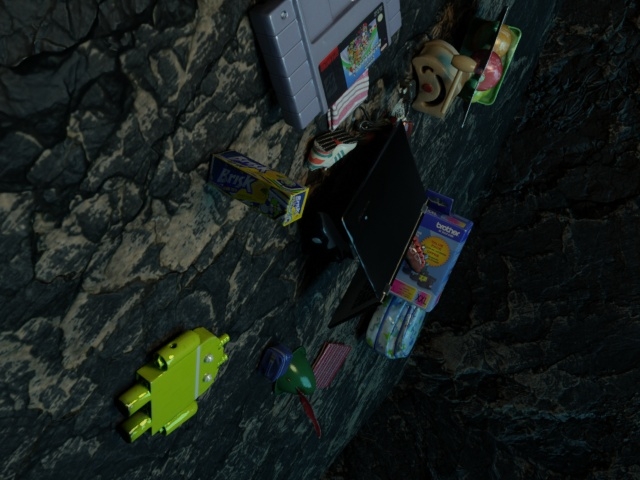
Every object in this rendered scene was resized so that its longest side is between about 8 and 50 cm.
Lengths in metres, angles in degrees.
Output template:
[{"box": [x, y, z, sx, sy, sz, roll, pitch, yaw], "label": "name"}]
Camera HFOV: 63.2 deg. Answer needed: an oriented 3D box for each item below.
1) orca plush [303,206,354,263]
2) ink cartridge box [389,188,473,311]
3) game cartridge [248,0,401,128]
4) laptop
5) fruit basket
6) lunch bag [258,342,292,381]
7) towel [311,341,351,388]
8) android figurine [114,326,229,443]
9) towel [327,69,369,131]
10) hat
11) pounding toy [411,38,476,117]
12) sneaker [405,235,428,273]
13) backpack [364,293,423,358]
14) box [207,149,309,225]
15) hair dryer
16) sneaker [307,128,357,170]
[{"box": [0.000, 0.000, 1.357, 0.287, 0.102, 0.151, 9, 64, -77], "label": "orca plush"}, {"box": [0.353, 0.011, 1.835, 0.151, 0.270, 0.395, -27, 140, -63], "label": "ink cartridge box"}, {"box": [0.033, -0.390, 0.930, 0.355, 0.068, 0.230, -51, 142, -25], "label": "game cartridge"}, {"box": [0.115, -0.029, 1.368, 0.408, 0.236, 0.382, -39, -164, 53], "label": "laptop"}, {"box": [0.469, -0.526, 1.537, 0.353, 0.165, 0.327, -47, 156, -59], "label": "fruit basket"}, {"box": [-0.130, 0.342, 1.445, 0.065, 0.067, 0.098, -15, 130, -60], "label": "lunch bag"}, {"box": [0.023, 0.477, 1.979, 0.199, 0.031, 0.275, -59, 156, -1], "label": "towel"}, {"box": [-0.289, 0.285, 1.060, 0.273, 0.056, 0.248, -32, 143, -47], "label": "android figurine"}, {"box": [0.062, -0.345, 1.120, 0.144, 0.029, 0.197, -48, 154, -28], "label": "towel"}, {"box": [-0.027, 0.467, 1.656, 0.173, 0.183, 0.208, -46, 153, -35], "label": "hat"}, {"box": [0.303, -0.428, 1.412, 0.155, 0.154, 0.269, -53, 175, -19], "label": "pounding toy"}, {"box": [0.256, 0.000, 1.704, 0.135, 0.276, 0.097, -28, -165, -3], "label": "sneaker"}, {"box": [0.323, 0.319, 2.199, 0.355, 0.273, 0.290, -48, 160, -6], "label": "backpack"}, {"box": [-0.106, -0.091, 0.865, 0.054, 0.169, 0.059, -30, 143, -53], "label": "box"}, {"box": [0.148, -0.275, 1.364, 0.223, 0.080, 0.293, -33, 146, -14], "label": "hair dryer"}, {"box": [0.022, -0.202, 1.181, 0.161, 0.057, 0.075, -33, 161, -52], "label": "sneaker"}]
